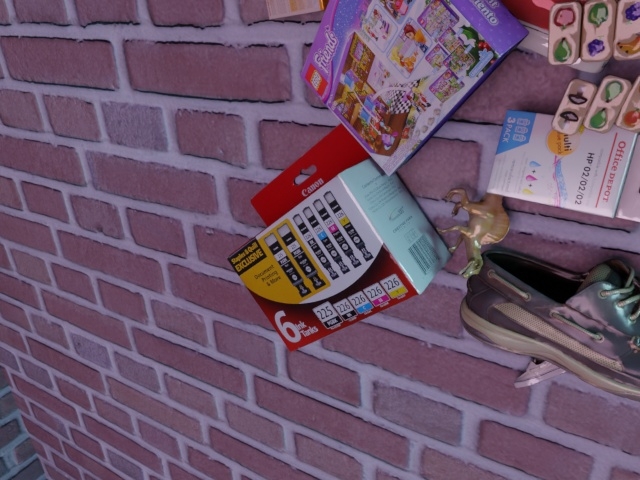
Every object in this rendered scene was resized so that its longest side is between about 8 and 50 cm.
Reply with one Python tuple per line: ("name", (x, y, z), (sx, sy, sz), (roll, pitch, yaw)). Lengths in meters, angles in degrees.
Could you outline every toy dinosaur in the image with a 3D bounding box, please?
("toy dinosaur", (0.221, -0.038, 0.758), (0.092, 0.053, 0.183), (23, 95, 36))

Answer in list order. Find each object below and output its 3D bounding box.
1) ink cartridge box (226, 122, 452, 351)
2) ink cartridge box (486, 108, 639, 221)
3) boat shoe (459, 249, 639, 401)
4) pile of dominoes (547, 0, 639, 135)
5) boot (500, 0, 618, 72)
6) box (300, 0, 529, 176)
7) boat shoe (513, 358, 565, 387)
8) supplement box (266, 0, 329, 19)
("ink cartridge box", (0.000, 0.000, 0.889), (0.309, 0.130, 0.272), (-34, 91, 42))
("ink cartridge box", (0.303, -0.087, 0.645), (0.181, 0.061, 0.104), (16, 100, 28))
("boat shoe", (0.349, 0.097, 0.690), (0.355, 0.132, 0.130), (13, 119, 30))
("pile of dominoes", (0.349, -0.194, 0.513), (0.251, 0.040, 0.196), (4, 115, 25))
("boot", (0.228, -0.308, 0.591), (0.244, 0.088, 0.176), (27, 124, 16))
("box", (0.090, -0.224, 0.672), (0.201, 0.057, 0.293), (49, 157, 3))
("boat shoe", (0.330, 0.194, 0.826), (0.100, 0.035, 0.035), (-43, 59, 46))
("supplement box", (-0.031, -0.354, 0.778), (0.098, 0.036, 0.062), (7, 118, 33))
